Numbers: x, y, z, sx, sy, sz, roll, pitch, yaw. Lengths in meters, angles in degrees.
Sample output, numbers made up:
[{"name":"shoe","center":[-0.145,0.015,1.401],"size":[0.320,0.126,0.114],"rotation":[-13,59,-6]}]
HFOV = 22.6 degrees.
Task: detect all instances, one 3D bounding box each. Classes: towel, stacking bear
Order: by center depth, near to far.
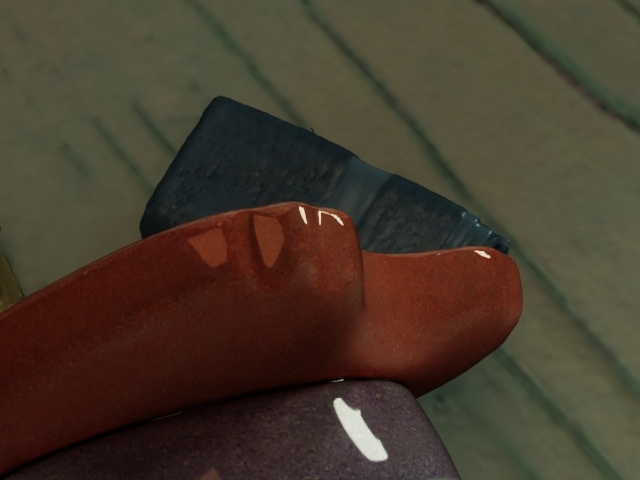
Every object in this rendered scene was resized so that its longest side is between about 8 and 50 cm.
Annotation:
[{"name":"stacking bear","center":[0.000,0.158,0.427],"size":[0.164,0.175,0.289],"rotation":[-24,74,25]},{"name":"towel","center":[0.000,0.000,0.563],"size":[0.119,0.029,0.067],"rotation":[28,71,16]}]

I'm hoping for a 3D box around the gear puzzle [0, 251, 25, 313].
[{"name":"gear puzzle","center":[-0.289,0.027,0.569],"size":[0.339,0.044,0.175],"rotation":[-26,66,-7]}]
